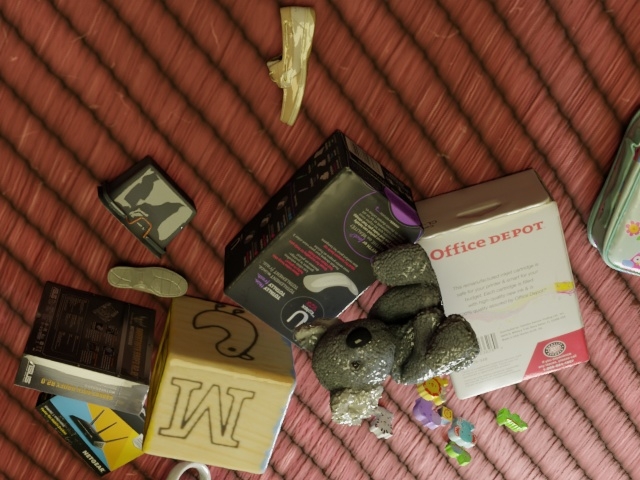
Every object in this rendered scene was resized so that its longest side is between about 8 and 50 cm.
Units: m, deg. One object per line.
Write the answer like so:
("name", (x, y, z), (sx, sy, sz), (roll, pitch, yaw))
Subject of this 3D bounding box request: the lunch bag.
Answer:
("lunch bag", (0.544, -0.076, 1.532), (0.224, 0.108, 0.279), (13, 115, -8))

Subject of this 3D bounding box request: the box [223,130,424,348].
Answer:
("box", (0.000, 0.000, 1.502), (0.165, 0.143, 0.270), (38, 109, -22))

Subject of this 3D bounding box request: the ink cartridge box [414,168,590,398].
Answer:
("ink cartridge box", (0.275, 0.070, 1.571), (0.226, 0.131, 0.306), (-16, 116, 4))

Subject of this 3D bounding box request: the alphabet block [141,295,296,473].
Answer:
("alphabet block", (-0.162, 0.226, 1.581), (0.197, 0.192, 0.194), (13, 114, -13))

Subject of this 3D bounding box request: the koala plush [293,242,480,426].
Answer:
("koala plush", (0.086, 0.151, 1.420), (0.221, 0.196, 0.203), (-28, 157, -5))

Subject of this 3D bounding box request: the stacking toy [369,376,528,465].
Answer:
("stacking toy", (0.213, 0.313, 1.701), (0.221, 0.052, 0.167), (28, 136, -19))

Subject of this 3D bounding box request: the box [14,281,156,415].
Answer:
("box", (-0.345, 0.157, 1.504), (0.183, 0.231, 0.056), (17, 111, -14))

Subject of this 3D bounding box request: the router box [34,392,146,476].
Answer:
("router box", (-0.367, 0.298, 1.679), (0.133, 0.046, 0.179), (-31, 116, 11))

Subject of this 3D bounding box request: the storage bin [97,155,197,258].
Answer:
("storage bin", (-0.251, -0.054, 1.486), (0.091, 0.098, 0.135), (-41, 114, 4))

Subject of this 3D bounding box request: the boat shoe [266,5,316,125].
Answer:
("boat shoe", (-0.047, -0.248, 1.419), (0.059, 0.063, 0.170), (8, 107, -6))

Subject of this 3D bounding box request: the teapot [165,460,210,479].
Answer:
("teapot", (-0.219, 0.550, 1.754), (0.252, 0.187, 0.256), (41, 128, 5))

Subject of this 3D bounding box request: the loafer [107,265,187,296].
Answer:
("loafer", (-0.272, 0.063, 1.575), (0.125, 0.039, 0.045), (10, 83, -13))
